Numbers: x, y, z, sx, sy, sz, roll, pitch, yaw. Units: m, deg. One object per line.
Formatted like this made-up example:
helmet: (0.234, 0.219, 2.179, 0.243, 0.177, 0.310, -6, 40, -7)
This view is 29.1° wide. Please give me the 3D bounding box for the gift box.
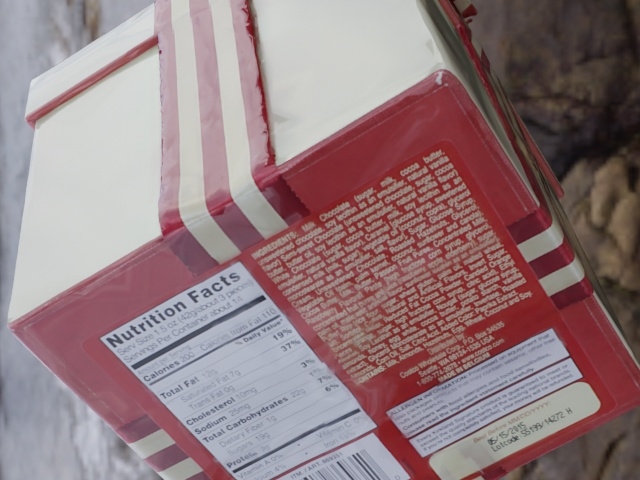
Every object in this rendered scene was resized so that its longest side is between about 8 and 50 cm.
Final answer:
gift box: (0.000, 0.000, 0.660, 0.276, 0.255, 0.258, 57, -167, -35)
